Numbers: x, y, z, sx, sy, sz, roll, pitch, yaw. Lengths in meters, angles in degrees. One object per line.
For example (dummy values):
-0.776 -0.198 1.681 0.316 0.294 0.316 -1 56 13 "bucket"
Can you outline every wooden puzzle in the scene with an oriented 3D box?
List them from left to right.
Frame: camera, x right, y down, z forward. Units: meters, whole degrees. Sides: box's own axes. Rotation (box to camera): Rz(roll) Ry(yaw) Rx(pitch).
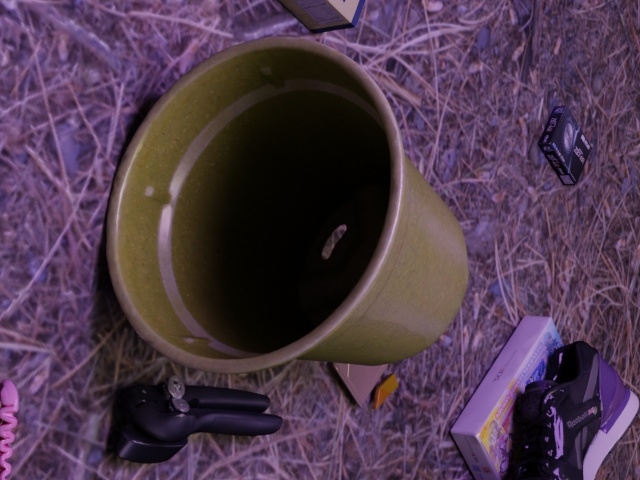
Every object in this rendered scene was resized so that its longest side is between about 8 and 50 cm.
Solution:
0.041 0.128 1.246 0.078 0.014 0.116 -50 125 -41 "wooden puzzle"

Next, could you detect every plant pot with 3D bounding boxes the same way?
0.000 0.000 1.044 0.254 0.276 0.276 28 69 -57 "plant pot"

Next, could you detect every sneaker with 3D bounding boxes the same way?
-0.260 0.163 0.897 0.057 0.047 0.119 7 84 -26 "sneaker"
0.256 0.231 1.372 0.124 0.107 0.283 53 49 -15 "sneaker"

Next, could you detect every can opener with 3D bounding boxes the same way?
-0.105 0.152 1.063 0.186 0.073 0.059 3 49 -51 "can opener"

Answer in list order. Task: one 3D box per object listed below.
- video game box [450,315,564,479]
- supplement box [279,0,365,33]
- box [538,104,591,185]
0.252 0.227 1.455 0.205 0.048 0.187 -50 126 -36 "video game box"
0.002 -0.260 1.168 0.083 0.056 0.083 38 63 -41 "supplement box"
0.316 -0.122 1.545 0.083 0.018 0.067 50 56 -35 "box"
